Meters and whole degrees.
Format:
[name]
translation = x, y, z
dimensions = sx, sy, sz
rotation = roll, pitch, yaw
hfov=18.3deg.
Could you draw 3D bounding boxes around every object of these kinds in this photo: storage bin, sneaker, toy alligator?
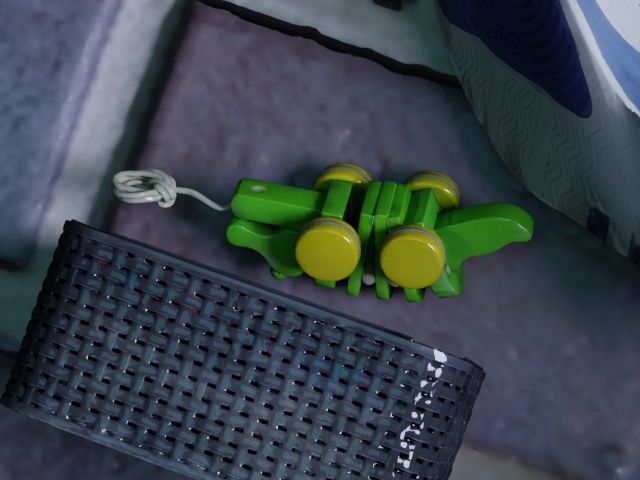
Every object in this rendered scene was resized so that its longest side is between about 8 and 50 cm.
[storage bin]
translation = -0.029, 0.062, 0.846
dimensions = 0.180, 0.122, 0.084
rotation = 18, 86, 10
[sneaker]
translation = 0.197, -0.060, 0.833
dimensions = 0.182, 0.127, 0.315
rotation = -23, 57, -25
[toy alligator]
translation = 0.000, 0.000, 0.888
dimensions = 0.189, 0.056, 0.051
rotation = 5, 125, 9
